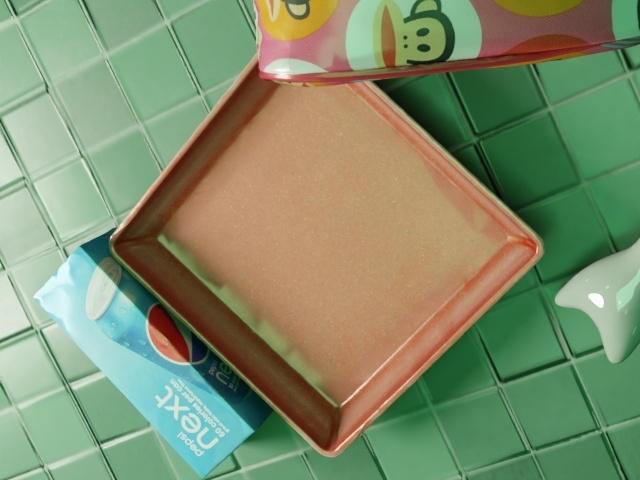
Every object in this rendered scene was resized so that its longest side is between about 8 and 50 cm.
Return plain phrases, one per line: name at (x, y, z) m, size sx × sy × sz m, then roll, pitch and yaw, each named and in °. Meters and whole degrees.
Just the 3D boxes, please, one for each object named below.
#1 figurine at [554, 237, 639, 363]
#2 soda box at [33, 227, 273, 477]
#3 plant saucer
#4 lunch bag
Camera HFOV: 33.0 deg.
figurine at (0.283, 0.033, 0.729) m, size 0.215 × 0.092 × 0.209 m, roll 46°, pitch 120°, yaw 27°
soda box at (-0.137, 0.092, 0.912) m, size 0.210 × 0.067 × 0.071 m, roll 46°, pitch 113°, yaw 1°
plant saucer at (0.000, 0.000, 0.854) m, size 0.259 × 0.048 × 0.258 m, roll 43°, pitch 113°, yaw 2°
lunch bag at (0.095, -0.162, 0.642) m, size 0.258 × 0.293 × 0.120 m, roll -4°, pitch 105°, yaw 3°
